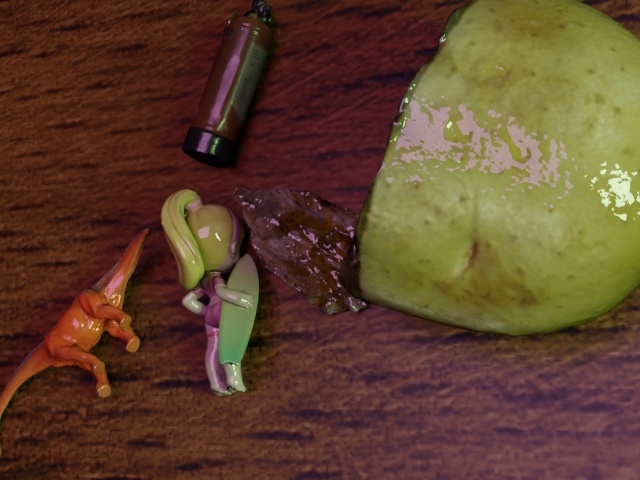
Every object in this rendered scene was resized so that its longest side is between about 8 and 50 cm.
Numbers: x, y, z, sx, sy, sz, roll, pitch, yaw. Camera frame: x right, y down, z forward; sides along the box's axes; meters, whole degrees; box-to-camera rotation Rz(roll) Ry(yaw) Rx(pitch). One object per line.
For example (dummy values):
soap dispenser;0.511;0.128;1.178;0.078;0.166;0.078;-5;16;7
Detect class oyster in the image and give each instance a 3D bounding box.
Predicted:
oyster;0.000;0.000;0.866;0.121;0.045;0.146;-21;70;0

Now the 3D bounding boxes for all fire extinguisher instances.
fire extinguisher;-0.083;-0.160;0.928;0.062;0.050;0.177;5;74;61

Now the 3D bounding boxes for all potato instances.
potato;0.164;-0.050;0.723;0.242;0.242;0.285;23;67;24

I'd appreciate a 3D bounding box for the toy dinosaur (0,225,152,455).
toy dinosaur;-0.231;0.104;0.916;0.101;0.055;0.279;36;93;34

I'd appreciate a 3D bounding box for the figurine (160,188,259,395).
figurine;-0.098;0.045;0.868;0.083;0.083;0.187;-9;81;18
